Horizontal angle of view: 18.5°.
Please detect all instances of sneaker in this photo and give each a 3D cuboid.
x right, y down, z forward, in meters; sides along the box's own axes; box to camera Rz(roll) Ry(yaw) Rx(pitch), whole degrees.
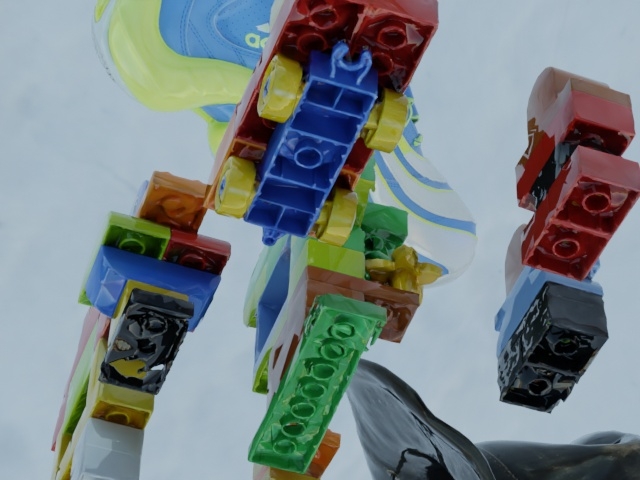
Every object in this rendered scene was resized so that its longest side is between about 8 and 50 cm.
[{"bbox_3d":[0.013,-0.069,0.938,0.240,0.091,0.126,33,124,-29],"label":"sneaker"}]

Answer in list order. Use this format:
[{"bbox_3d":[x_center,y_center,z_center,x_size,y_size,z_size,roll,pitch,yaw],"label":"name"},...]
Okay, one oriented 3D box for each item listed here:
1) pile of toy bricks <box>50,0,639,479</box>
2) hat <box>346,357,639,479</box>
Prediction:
[{"bbox_3d":[0.000,0.000,0.516,0.118,0.105,0.212,16,134,-14],"label":"pile of toy bricks"},{"bbox_3d":[0.137,0.181,1.091,0.134,0.331,0.331,-26,87,-9],"label":"hat"}]
